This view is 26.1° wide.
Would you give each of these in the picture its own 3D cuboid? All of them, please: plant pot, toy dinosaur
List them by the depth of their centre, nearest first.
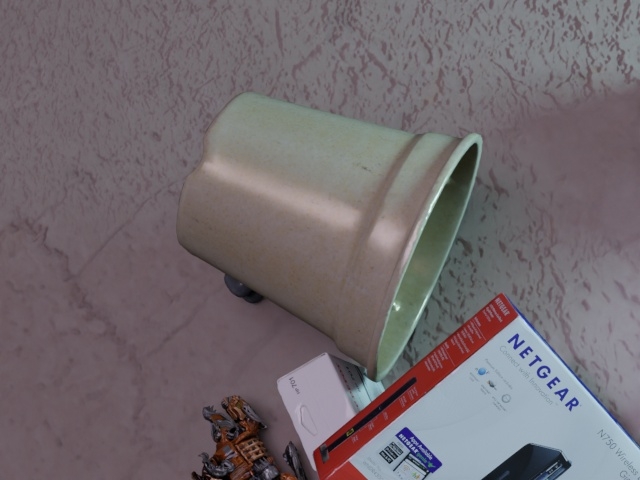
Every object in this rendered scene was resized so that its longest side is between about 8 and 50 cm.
[{"bbox_3d":[0.000,-0.035,1.743,0.305,0.334,0.334,24,85,12],"label":"plant pot"},{"bbox_3d":[-0.115,0.370,1.823,0.218,0.164,0.322,-17,48,0],"label":"toy dinosaur"}]

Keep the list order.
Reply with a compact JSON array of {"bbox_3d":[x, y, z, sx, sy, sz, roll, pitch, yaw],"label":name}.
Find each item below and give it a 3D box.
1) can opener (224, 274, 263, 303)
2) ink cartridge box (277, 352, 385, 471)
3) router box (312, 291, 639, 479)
[{"bbox_3d":[0.000,0.000,1.910,0.283,0.076,0.095,-40,63,8],"label":"can opener"},{"bbox_3d":[0.037,0.234,1.768,0.082,0.190,0.140,-30,67,11],"label":"ink cartridge box"},{"bbox_3d":[0.211,0.281,1.637,0.301,0.082,0.335,-41,108,7],"label":"router box"}]
